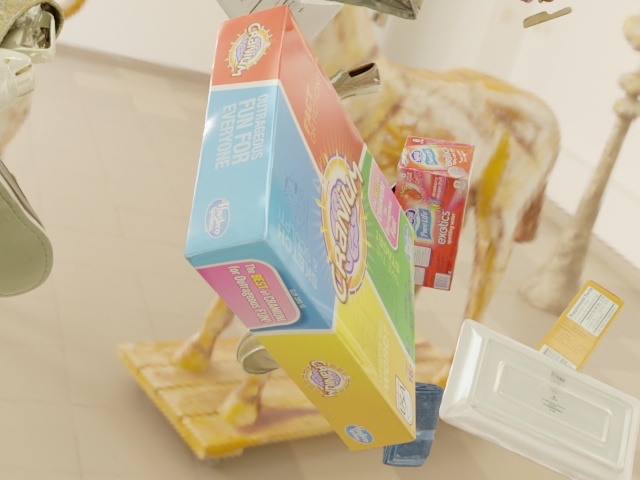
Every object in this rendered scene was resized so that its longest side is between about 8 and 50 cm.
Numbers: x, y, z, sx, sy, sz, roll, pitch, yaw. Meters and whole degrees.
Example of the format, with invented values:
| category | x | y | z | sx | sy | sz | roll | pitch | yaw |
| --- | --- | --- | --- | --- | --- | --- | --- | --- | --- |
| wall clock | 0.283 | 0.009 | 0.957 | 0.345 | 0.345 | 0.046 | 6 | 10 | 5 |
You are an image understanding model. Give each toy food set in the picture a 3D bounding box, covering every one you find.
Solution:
| category | x | y | z | sx | sy | sz | roll | pitch | yaw |
| --- | --- | --- | --- | --- | --- | --- | --- | --- | --- |
| toy food set | 0.234 | -0.295 | 1.114 | 0.078 | 0.122 | 0.019 | -14 | -17 | 34 |

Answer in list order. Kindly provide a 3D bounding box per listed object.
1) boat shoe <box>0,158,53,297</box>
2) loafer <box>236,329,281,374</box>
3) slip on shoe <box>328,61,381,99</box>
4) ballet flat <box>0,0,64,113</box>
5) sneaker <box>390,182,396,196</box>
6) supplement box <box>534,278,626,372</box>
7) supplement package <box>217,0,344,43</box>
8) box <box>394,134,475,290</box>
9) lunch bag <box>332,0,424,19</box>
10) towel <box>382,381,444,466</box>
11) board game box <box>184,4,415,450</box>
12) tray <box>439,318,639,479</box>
| category | x | y | z | sx | sy | sz | roll | pitch | yaw |
| --- | --- | --- | --- | --- | --- | --- | --- | --- | --- |
| boat shoe | -0.287 | -0.025 | 0.886 | 0.081 | 0.228 | 0.069 | -22 | 64 | -12 |
| loafer | -0.061 | 0.192 | 1.854 | 0.102 | 0.268 | 0.092 | 20 | 53 | -32 |
| slip on shoe | 0.029 | -0.227 | 1.491 | 0.135 | 0.041 | 0.051 | -13 | 31 | -26 |
| ballet flat | -0.429 | -0.246 | 1.407 | 0.123 | 0.123 | 0.348 | 14 | 36 | -7 |
| sneaker | 0.200 | -0.113 | 2.011 | 0.073 | 0.162 | 0.063 | 13 | 47 | -63 |
| supplement box | 0.387 | 0.166 | 1.613 | 0.080 | 0.078 | 0.233 | 37 | 53 | 16 |
| supplement package | -0.101 | -0.454 | 1.785 | 0.139 | 0.134 | 0.244 | -16 | 68 | -55 |
| box | 0.198 | -0.049 | 1.881 | 0.128 | 0.257 | 0.123 | 10 | 38 | 8 |
| lunch bag | 0.069 | -0.446 | 1.253 | 0.169 | 0.235 | 0.287 | 17 | -13 | 17 |
| towel | 0.125 | 0.248 | 1.385 | 0.067 | 0.119 | 0.029 | 7 | 17 | -17 |
| board game box | 0.000 | 0.000 | 0.875 | 0.064 | 0.316 | 0.242 | -12 | 51 | 20 |
| tray | 0.286 | 0.208 | 1.291 | 0.270 | 0.030 | 0.145 | 25 | 58 | -9 |
